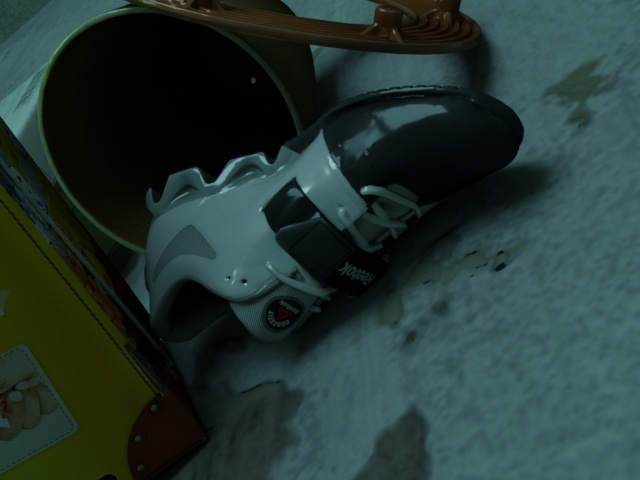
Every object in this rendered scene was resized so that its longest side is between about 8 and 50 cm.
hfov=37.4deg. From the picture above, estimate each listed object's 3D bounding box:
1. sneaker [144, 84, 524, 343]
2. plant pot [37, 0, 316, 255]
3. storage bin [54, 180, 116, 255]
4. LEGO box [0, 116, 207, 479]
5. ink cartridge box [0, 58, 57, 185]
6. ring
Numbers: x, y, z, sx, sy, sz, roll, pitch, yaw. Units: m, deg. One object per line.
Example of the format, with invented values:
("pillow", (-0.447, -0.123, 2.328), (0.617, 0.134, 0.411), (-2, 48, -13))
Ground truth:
("sneaker", (0.000, 0.000, 0.684), (0.331, 0.122, 0.146), (-20, 55, 36))
("plant pot", (-0.098, -0.145, 0.892), (0.237, 0.237, 0.254), (-28, 21, 29))
("storage bin", (-0.351, -0.033, 1.152), (0.262, 0.123, 0.260), (-13, 42, 45))
("LEGO box", (-0.395, 0.115, 0.650), (0.500, 0.372, 0.193), (-34, 31, -7))
("ink cartridge box", (-0.377, -0.046, 1.008), (0.261, 0.066, 0.296), (-28, 32, 28))
("ring", (-0.025, -0.218, 0.809), (0.336, 0.337, 0.032), (-118, 34, -60))
